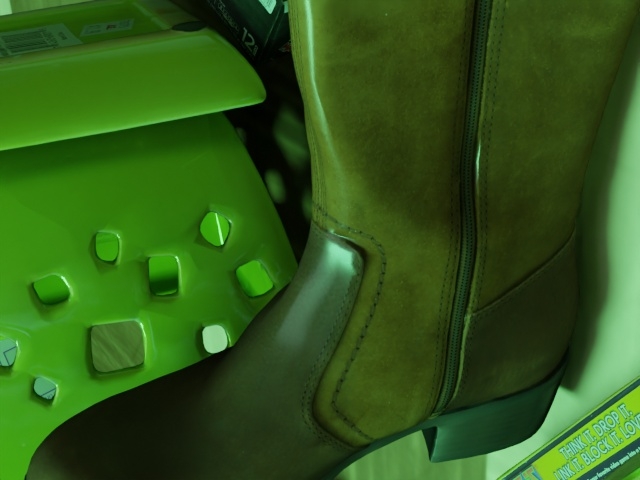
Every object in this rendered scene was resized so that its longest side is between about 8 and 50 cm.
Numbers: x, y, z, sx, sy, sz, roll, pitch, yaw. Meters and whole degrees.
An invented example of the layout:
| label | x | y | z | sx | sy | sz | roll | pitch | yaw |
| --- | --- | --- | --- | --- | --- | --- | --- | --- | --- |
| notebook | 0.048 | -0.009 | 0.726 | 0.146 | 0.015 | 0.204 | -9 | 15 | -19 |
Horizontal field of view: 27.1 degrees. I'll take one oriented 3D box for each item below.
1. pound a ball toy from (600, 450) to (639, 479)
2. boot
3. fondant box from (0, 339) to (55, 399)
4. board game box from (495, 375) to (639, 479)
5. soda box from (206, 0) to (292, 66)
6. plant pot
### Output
| label | x | y | z | sx | sy | sz | roll | pitch | yaw |
| --- | --- | --- | --- | --- | --- | --- | --- | --- | --- |
| pound a ball toy | 0.263 | 0.148 | 0.398 | 0.208 | 0.136 | 0.319 | -44 | 74 | 32 |
| boot | 0.000 | 0.000 | 0.526 | 0.096 | 0.264 | 0.280 | -111 | 17 | -45 |
| fondant box | -0.320 | 0.187 | 1.173 | 0.096 | 0.238 | 0.330 | -9 | 105 | 58 |
| board game box | 0.161 | 0.134 | 0.589 | 0.141 | 0.048 | 0.170 | 57 | 150 | 14 |
| soda box | -0.051 | -0.172 | 0.661 | 0.169 | 0.060 | 0.053 | 54 | 149 | 14 |
| plant pot | -0.137 | -0.013 | 0.715 | 0.228 | 0.227 | 0.207 | -133 | 34 | -66 |
